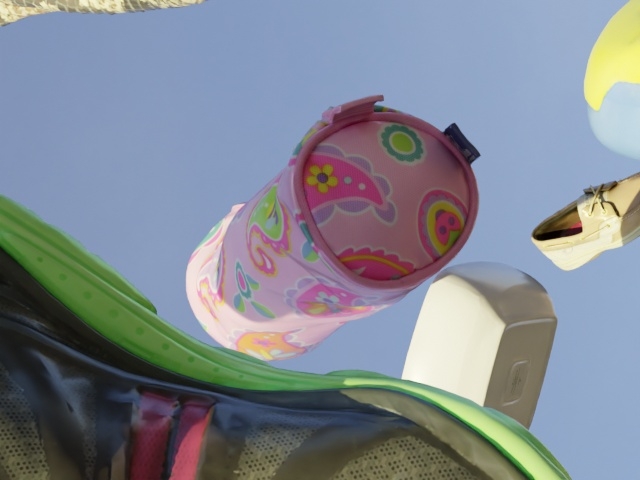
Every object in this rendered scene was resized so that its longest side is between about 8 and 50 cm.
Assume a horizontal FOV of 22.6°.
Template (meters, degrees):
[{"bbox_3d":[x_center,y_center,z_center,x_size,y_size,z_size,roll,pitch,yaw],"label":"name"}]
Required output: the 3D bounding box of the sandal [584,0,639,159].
[{"bbox_3d":[0.248,-0.027,0.540,0.126,0.317,0.138,-69,-17,-61],"label":"sandal"}]

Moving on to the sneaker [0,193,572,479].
[{"bbox_3d":[-0.075,0.135,0.703,0.202,0.483,0.185,-51,-26,-40],"label":"sneaker"}]

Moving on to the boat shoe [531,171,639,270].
[{"bbox_3d":[0.223,-0.020,1.282,0.045,0.135,0.050,29,-135,-23],"label":"boat shoe"}]

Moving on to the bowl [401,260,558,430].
[{"bbox_3d":[0.114,0.088,1.109,0.142,0.053,0.142,0,-75,-58],"label":"bowl"}]

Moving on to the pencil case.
[{"bbox_3d":[0.000,0.000,1.035,0.124,0.284,0.124,4,-106,-16],"label":"pencil case"}]

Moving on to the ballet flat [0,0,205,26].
[{"bbox_3d":[-0.207,-0.204,0.960,0.182,0.483,0.164,28,-110,-38],"label":"ballet flat"}]
